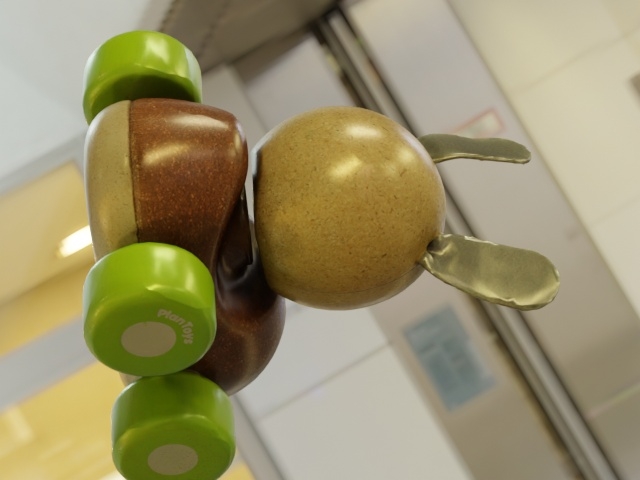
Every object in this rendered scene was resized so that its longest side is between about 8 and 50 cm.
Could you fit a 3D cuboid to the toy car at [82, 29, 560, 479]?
[{"bbox_3d":[0.000,0.000,0.780,0.188,0.155,0.149,-6,-43,-1],"label":"toy car"}]
